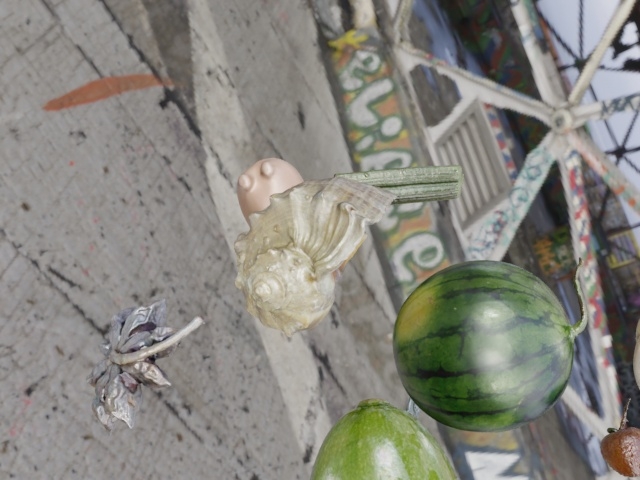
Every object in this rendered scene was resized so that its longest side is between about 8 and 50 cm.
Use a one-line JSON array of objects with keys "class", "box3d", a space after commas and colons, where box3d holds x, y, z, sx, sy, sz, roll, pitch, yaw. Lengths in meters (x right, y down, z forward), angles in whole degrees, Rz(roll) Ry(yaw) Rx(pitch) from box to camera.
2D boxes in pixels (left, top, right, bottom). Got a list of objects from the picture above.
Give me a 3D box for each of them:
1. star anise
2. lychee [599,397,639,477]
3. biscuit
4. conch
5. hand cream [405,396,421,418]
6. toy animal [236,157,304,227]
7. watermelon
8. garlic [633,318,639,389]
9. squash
[{"class": "star anise", "box3d": [-0.290, 0.182, 1.189, 0.081, 0.262, 0.230, 34, 34, -33]}, {"class": "lychee", "box3d": [0.669, 0.444, 1.655, 0.101, 0.114, 0.140, 31, 48, -9]}, {"class": "biscuit", "box3d": [0.192, -0.129, 1.855, 0.038, 0.322, 0.099, -101, -172, -61]}, {"class": "conch", "box3d": [-0.013, -0.011, 1.327, 0.210, 0.297, 0.352, 41, 36, -11]}, {"class": "hand cream", "box3d": [0.246, 0.437, 1.947, 0.075, 0.052, 0.248, 57, 50, -33]}, {"class": "toy animal", "box3d": [-0.090, -0.039, 1.876, 0.269, 0.237, 0.326, 34, 36, -68]}, {"class": "watermelon", "box3d": [0.181, 0.115, 0.878, 0.127, 0.232, 0.204, 27, 62, -56]}, {"class": "garlic", "box3d": [0.605, 0.144, 1.165, 0.203, 0.281, 0.185, 58, 3, -15]}, {"class": "squash", "box3d": [0.084, 0.429, 1.253, 0.310, 0.310, 0.309, 32, 32, -54]}]
